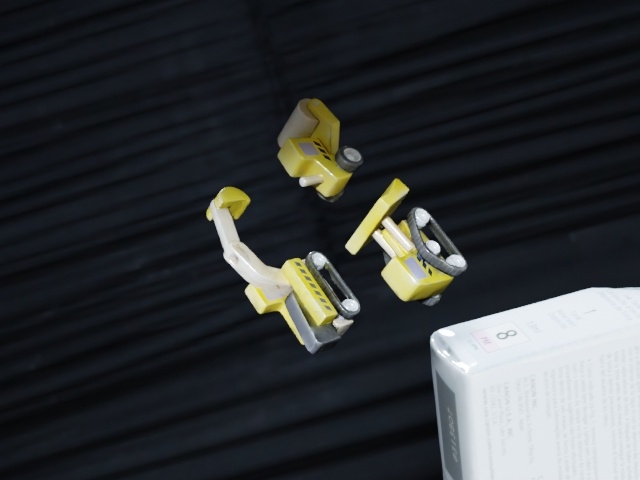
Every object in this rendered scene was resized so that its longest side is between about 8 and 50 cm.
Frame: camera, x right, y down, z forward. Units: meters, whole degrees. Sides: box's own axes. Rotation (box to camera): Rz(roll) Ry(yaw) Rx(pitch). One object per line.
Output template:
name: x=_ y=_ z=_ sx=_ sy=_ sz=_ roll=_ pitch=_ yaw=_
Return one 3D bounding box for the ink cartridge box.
ink cartridge box: x=0.178 y=0.108 z=0.712 sx=0.066 sy=0.232 sz=0.189 roll=-132 pitch=30 yaw=-60

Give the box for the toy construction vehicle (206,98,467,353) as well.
toy construction vehicle: x=0.000 y=0.000 z=0.559 sx=0.098 sy=0.035 sz=0.086 roll=55 pitch=134 yaw=17
